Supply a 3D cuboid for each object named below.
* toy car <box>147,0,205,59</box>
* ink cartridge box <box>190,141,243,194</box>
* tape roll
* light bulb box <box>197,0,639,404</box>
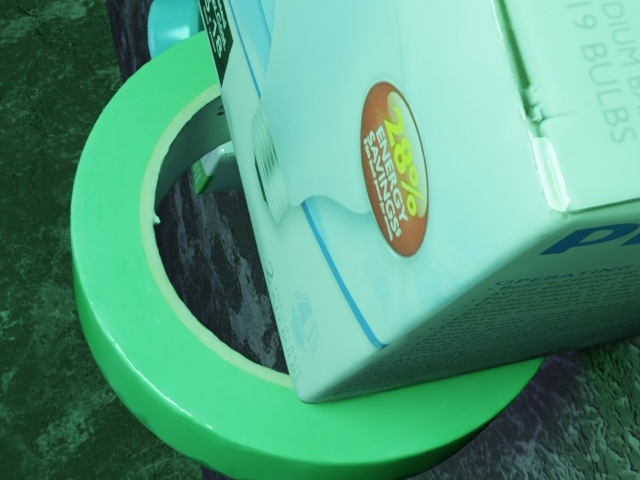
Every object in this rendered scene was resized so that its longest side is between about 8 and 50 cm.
[{"bbox_3d":[-0.013,-0.240,0.932,0.238,0.219,0.210,-60,-35,-71],"label":"toy car"},{"bbox_3d":[-0.099,-0.212,1.262,0.201,0.117,0.278,143,117,-73],"label":"ink cartridge box"},{"bbox_3d":[0.000,0.000,0.729,0.077,0.321,0.321,110,145,-61],"label":"tape roll"},{"bbox_3d":[0.086,-0.136,0.527,0.361,0.225,0.357,125,132,-69],"label":"light bulb box"}]
